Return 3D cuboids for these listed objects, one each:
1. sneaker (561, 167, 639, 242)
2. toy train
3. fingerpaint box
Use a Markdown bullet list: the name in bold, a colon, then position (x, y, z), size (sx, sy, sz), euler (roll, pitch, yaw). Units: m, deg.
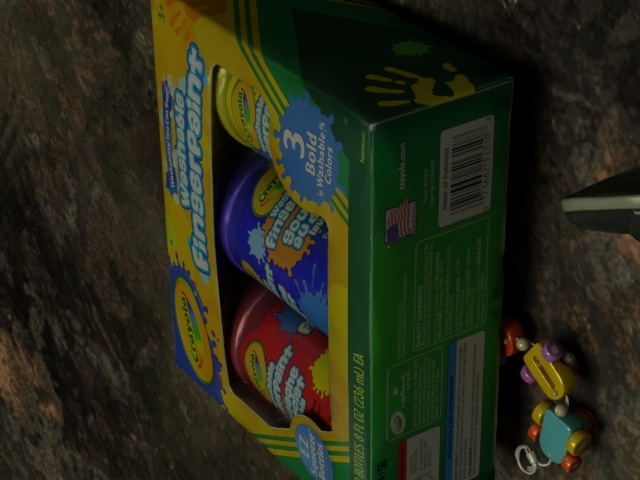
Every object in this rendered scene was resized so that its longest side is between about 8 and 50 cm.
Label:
- **sneaker**: position (0.288, 0.007, 1.345), size (0.222, 0.083, 0.118), euler (2, 112, 51)
- **toy train**: position (0.203, 0.135, 1.572), size (0.125, 0.046, 0.166), euler (-7, 103, 60)
- **fingerpaint box**: position (0.000, 0.000, 1.617), size (0.371, 0.163, 0.445), euler (37, 137, 46)
